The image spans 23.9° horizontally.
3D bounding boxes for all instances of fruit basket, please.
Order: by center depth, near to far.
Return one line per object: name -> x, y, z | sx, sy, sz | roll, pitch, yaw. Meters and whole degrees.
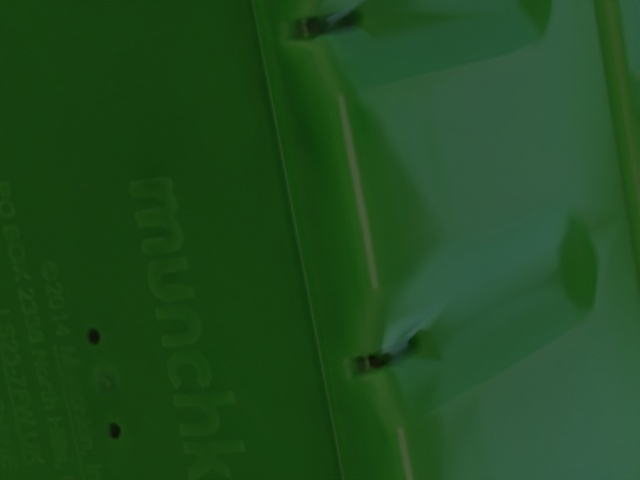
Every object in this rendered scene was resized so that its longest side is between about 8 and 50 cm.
fruit basket -> 0.000, 0.000, 0.550 | 0.282, 0.392, 0.392 | -6, -73, 26
